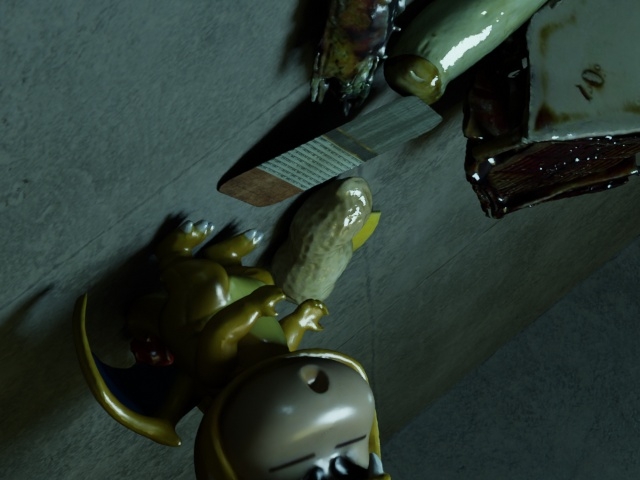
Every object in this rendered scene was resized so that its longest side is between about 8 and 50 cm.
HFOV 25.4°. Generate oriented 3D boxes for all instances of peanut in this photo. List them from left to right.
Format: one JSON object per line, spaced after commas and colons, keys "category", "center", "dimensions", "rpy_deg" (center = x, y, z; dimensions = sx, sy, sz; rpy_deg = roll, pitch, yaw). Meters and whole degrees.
{"category": "peanut", "center": [0.001, 0.001, 1.826], "dimensions": [0.104, 0.085, 0.228], "rpy_deg": [-19, 150, -33]}

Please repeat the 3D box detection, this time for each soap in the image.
{"category": "soap", "center": [0.041, -0.011, 1.963], "dimensions": [0.089, 0.033, 0.168], "rpy_deg": [-48, 162, 29]}

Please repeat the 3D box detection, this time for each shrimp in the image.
{"category": "shrimp", "center": [0.091, -0.274, 1.410], "dimensions": [0.233, 0.071, 0.365], "rpy_deg": [-36, 157, -32]}

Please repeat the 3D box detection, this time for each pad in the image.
{"category": "pad", "center": [-0.001, -0.084, 1.542], "dimensions": [0.250, 0.055, 0.323], "rpy_deg": [-25, -175, 14]}

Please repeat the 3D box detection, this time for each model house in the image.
{"category": "model house", "center": [0.276, -0.197, 1.784], "dimensions": [0.297, 0.317, 0.282], "rpy_deg": [11, 159, -24]}

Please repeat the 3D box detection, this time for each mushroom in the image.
{"category": "mushroom", "center": [0.202, -0.273, 1.595], "dimensions": [0.333, 0.087, 0.107], "rpy_deg": [-40, 179, -11]}

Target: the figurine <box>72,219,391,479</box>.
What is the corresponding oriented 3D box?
{"category": "figurine", "center": [-0.081, 0.184, 1.625], "dimensions": [0.268, 0.387, 0.401], "rpy_deg": [-26, 165, 0]}
